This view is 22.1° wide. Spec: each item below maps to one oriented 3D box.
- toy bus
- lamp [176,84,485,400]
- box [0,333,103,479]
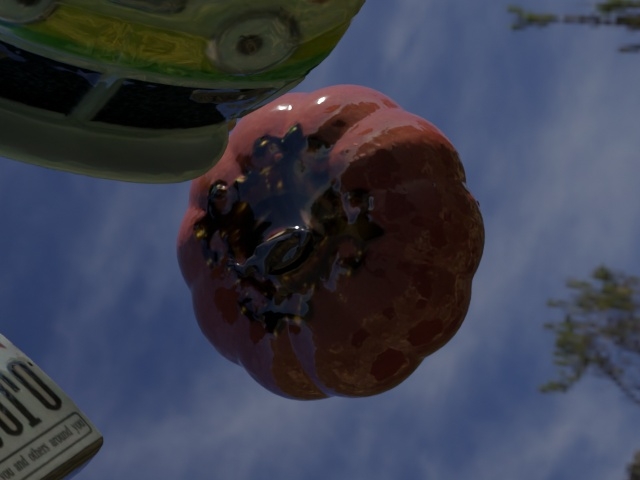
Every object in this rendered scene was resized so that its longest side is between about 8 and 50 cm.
[{"bbox_3d":[-0.062,-0.149,0.515,0.133,0.165,0.276,11,-136,-18],"label":"toy bus"},{"bbox_3d":[0.000,0.000,0.914,0.140,0.182,0.182,22,-100,-60],"label":"lamp"},{"bbox_3d":[-0.194,0.099,0.811,0.036,0.115,0.177,-52,-8,23],"label":"box"}]
